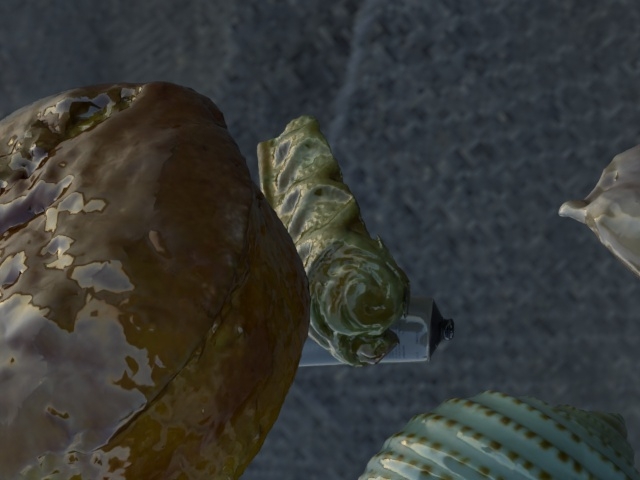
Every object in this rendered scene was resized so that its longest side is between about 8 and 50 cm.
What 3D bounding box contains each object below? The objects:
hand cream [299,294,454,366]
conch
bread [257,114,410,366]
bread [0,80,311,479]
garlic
[{"bbox_3d":[0.020,0.072,1.553,0.054,0.186,0.087,-55,-33,-80],"label":"hand cream"},{"bbox_3d":[0.140,0.273,1.289,0.303,0.215,0.319,36,109,15],"label":"conch"},{"bbox_3d":[0.000,0.000,1.443,0.232,0.088,0.128,-114,17,-49],"label":"bread"},{"bbox_3d":[-0.145,0.047,1.045,0.312,0.312,0.172,19,158,49],"label":"bread"},{"bbox_3d":[0.288,-0.001,1.253,0.228,0.110,0.217,20,-159,-27],"label":"garlic"}]
